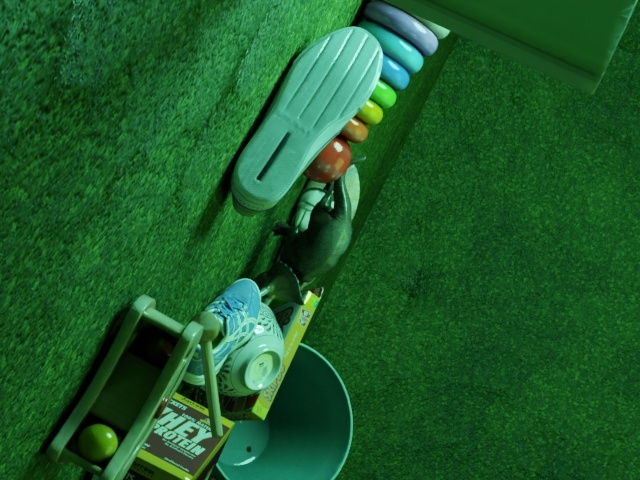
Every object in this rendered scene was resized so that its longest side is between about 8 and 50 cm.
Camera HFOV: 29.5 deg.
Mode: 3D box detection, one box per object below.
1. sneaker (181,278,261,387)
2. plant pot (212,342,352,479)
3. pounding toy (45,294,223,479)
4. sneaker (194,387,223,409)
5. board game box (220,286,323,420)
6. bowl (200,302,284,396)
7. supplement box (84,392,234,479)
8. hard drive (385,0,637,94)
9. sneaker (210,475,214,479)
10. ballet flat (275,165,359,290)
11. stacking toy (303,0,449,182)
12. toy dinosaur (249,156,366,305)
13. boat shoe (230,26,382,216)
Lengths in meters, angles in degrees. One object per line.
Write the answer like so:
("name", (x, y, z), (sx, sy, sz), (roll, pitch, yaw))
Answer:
("sneaker", (-0.143, 0.128, 1.822), (0.211, 0.080, 0.081), (-59, 175, -43))
("plant pot", (-0.115, 0.335, 2.203), (0.195, 0.290, 0.290), (-25, -148, 58))
("pounding toy", (-0.173, 0.168, 1.357), (0.269, 0.155, 0.154), (-60, 177, -34))
("sneaker", (-0.164, 0.181, 2.008), (0.086, 0.064, 0.192), (-105, -146, -76))
("board game box", (-0.086, 0.187, 2.068), (0.124, 0.039, 0.259), (-13, -138, 53))
("bowl", (-0.114, 0.186, 1.922), (0.170, 0.080, 0.170), (-22, 126, -32))
("supplement box", (-0.234, 0.332, 1.651), (0.194, 0.129, 0.191), (-66, 173, 20))
("hard drive", (0.168, -0.320, 1.277), (0.233, 0.353, 0.047), (-61, 173, -25))
("sneaker", (-0.274, 0.477, 2.258), (0.093, 0.088, 0.225), (-38, -163, 52))
("ballet flat", (-0.013, -0.016, 2.259), (0.106, 0.108, 0.316), (-45, 160, -51))
("stacking toy", (0.065, -0.241, 1.927), (0.330, 0.141, 0.141), (-58, 174, 1))
("toy dinosaur", (0.000, 0.000, 2.019), (0.313, 0.121, 0.160), (-42, -146, 22))
("boat shoe", (-0.029, -0.159, 1.598), (0.302, 0.109, 0.094), (-52, -174, -22))
